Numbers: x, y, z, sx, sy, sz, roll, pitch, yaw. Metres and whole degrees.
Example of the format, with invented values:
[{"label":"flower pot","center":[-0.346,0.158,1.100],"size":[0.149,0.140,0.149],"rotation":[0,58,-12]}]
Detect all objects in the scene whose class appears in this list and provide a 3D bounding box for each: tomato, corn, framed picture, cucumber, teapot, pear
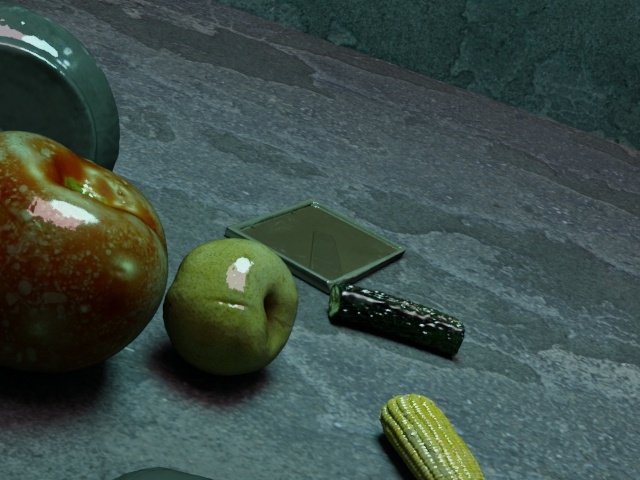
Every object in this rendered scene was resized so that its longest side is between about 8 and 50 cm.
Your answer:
[{"label":"tomato","center":[-0.298,0.023,1.330],"size":[0.270,0.223,0.270],"rotation":[37,11,-9]},{"label":"corn","center":[0.127,0.236,1.407],"size":[0.085,0.063,0.165],"rotation":[34,12,-40]},{"label":"framed picture","center":[0.000,0.000,1.886],"size":[0.189,0.023,0.260],"rotation":[29,24,20]},{"label":"cucumber","center":[0.101,0.103,1.696],"size":[0.187,0.058,0.058],"rotation":[18,22,-8]},{"label":"teapot","center":[-0.388,-0.141,1.592],"size":[0.376,0.305,0.362],"rotation":[42,6,-23]},{"label":"pear","center":[-0.106,0.078,1.453],"size":[0.136,0.167,0.167],"rotation":[12,17,25]}]

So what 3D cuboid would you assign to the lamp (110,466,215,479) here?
[{"label":"lamp","center":[-0.061,0.292,0.961],"size":[0.313,0.182,0.182],"rotation":[22,22,3]}]
